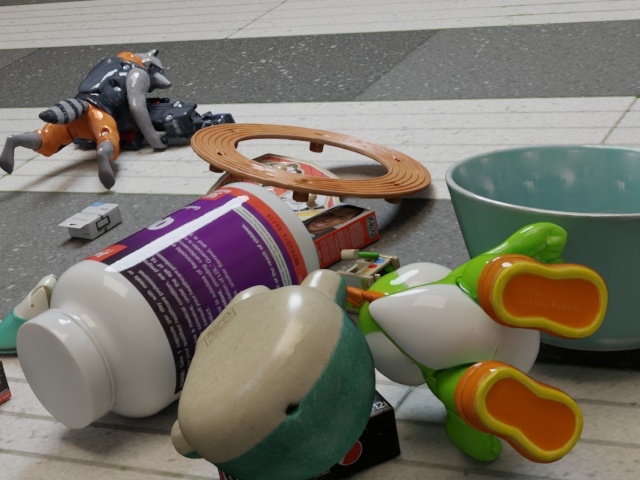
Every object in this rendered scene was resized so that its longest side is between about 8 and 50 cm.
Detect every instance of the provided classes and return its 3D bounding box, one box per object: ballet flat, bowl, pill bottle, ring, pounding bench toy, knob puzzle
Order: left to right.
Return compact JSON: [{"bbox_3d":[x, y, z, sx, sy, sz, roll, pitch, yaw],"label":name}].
[{"bbox_3d":[-0.296,0.078,1.657,0.247,0.087,0.083,-7,24,11],"label":"ballet flat"},{"bbox_3d":[-0.164,0.072,1.488,0.181,0.181,0.323,12,32,43],"label":"pill bottle"},{"bbox_3d":[-0.066,-0.079,1.920,0.213,0.030,0.213,-3,33,2],"label":"knob puzzle"},{"bbox_3d":[-0.014,-0.105,1.896,0.337,0.032,0.336,9,18,-3],"label":"ring"},{"bbox_3d":[0.058,0.036,1.593,0.052,0.083,0.065,8,30,39],"label":"pounding bench toy"},{"bbox_3d":[0.282,0.009,1.409,0.311,0.163,0.311,0,16,0],"label":"bowl"}]

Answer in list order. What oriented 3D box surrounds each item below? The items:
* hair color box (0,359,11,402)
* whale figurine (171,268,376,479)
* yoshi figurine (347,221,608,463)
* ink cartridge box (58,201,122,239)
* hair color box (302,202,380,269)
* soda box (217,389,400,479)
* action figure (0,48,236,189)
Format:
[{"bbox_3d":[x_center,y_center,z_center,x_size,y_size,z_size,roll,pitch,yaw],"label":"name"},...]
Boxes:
[{"bbox_3d":[-0.447,0.163,1.576,0.167,0.053,0.093,9,29,42],"label":"hair color box"},{"bbox_3d":[-0.040,0.125,1.238,0.216,0.141,0.272,-49,16,-2],"label":"whale figurine"},{"bbox_3d":[0.154,0.095,1.240,0.203,0.203,0.362,-29,9,-13],"label":"yoshi figurine"},{"bbox_3d":[-0.335,-0.025,1.989,0.048,0.028,0.083,6,29,36],"label":"ink cartridge box"},{"bbox_3d":[0.000,0.000,1.755,0.141,0.043,0.072,-27,27,-34],"label":"hair color box"},{"bbox_3d":[-0.012,0.197,1.283,0.169,0.060,0.053,-19,30,-18],"label":"soda box"},{"bbox_3d":[-0.327,-0.217,2.255,0.341,0.178,0.330,-3,34,25],"label":"action figure"}]
